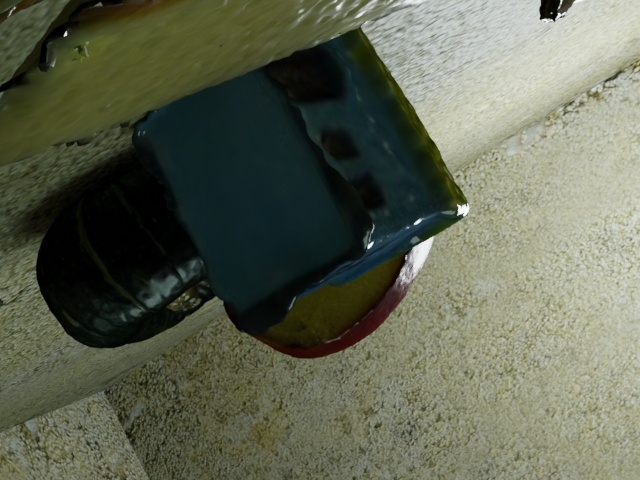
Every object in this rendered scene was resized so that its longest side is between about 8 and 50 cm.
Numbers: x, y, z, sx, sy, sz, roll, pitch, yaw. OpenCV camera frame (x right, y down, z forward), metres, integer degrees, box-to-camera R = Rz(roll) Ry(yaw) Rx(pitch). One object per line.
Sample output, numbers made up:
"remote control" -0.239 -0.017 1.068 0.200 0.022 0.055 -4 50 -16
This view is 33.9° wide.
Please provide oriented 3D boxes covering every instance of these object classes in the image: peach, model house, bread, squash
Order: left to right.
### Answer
"squash" -0.191 0.011 1.175 0.252 0.165 0.252 -28 173 -4
"peach" 0.000 0.000 1.353 0.281 0.281 0.338 -35 -170 42
"model house" 0.008 -0.075 1.046 0.215 0.237 0.303 -34 172 37
"bread" 0.099 -0.159 0.411 0.345 0.242 0.405 -22 -142 54

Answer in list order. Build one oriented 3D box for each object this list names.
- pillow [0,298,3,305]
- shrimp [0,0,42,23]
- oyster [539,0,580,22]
"pillow" -0.416 0.066 1.033 0.171 0.075 0.179 -22 170 -9
"shrimp" -0.176 -0.141 0.553 0.294 0.062 0.154 -30 179 -7
"oyster" 0.300 -0.329 0.990 0.221 0.096 0.361 -33 174 -8
